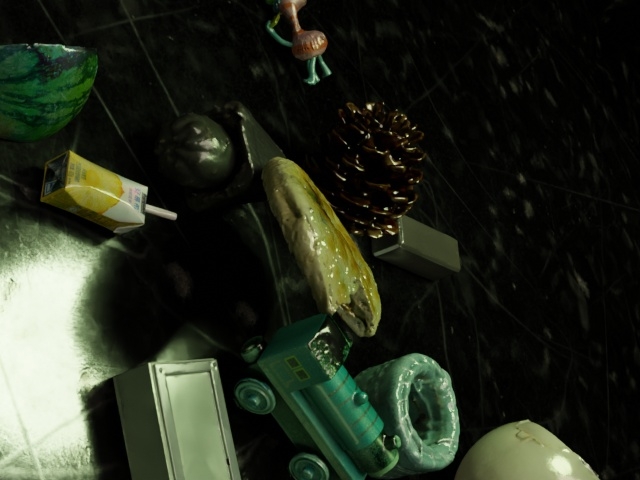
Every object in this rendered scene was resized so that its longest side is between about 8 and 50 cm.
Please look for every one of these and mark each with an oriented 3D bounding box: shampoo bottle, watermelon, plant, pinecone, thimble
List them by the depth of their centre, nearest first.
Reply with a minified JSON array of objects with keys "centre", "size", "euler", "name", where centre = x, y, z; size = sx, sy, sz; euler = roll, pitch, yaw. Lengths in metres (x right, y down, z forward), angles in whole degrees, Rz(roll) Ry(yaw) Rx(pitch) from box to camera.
[{"centre":[-0.403,-0.221,1.434],"size":[0.231,0.146,0.128],"euler":[-5,76,-56],"name":"watermelon"},{"centre":[-0.157,-0.133,1.711],"size":[0.256,0.142,0.164],"euler":[10,65,-54],"name":"plant"},{"centre":[0.145,0.311,1.851],"size":[0.198,0.143,0.235],"euler":[56,37,-16],"name":"thimble"},{"centre":[0.080,-0.123,1.911],"size":[0.224,0.272,0.224],"euler":[23,34,-16],"name":"pinecone"},{"centre":[0.207,0.020,2.146],"size":[0.246,0.080,0.079],"euler":[22,57,-44],"name":"shampoo bottle"}]

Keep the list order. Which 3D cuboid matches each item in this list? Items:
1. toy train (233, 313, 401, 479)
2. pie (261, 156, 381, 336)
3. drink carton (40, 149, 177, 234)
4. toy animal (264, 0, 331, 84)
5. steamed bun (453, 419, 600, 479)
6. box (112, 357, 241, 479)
[{"centre":[0.002,0.264,1.649],"size":[0.298,0.194,0.120],"euler":[56,36,-16],"name":"toy train"},{"centre":[0.000,0.000,1.633],"size":[0.337,0.075,0.337],"euler":[59,10,-17],"name":"pie"},{"centre":[-0.307,-0.060,1.529],"size":[0.200,0.074,0.084],"euler":[28,52,-43],"name":"drink carton"},{"centre":[-0.050,-0.404,2.058],"size":[0.103,0.100,0.208],"euler":[-25,96,-15],"name":"toy animal"},{"centre":[0.365,0.508,1.939],"size":[0.309,0.309,0.309],"euler":[29,50,-41],"name":"steamed bun"},{"centre":[-0.198,0.287,1.471],"size":[0.129,0.086,0.225],"euler":[3,70,-52],"name":"box"}]
